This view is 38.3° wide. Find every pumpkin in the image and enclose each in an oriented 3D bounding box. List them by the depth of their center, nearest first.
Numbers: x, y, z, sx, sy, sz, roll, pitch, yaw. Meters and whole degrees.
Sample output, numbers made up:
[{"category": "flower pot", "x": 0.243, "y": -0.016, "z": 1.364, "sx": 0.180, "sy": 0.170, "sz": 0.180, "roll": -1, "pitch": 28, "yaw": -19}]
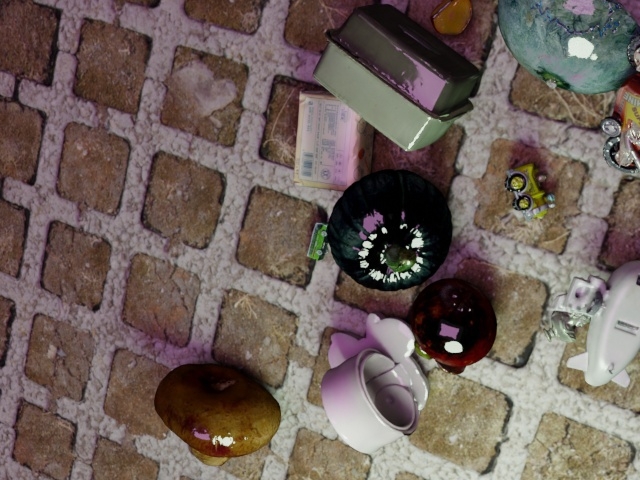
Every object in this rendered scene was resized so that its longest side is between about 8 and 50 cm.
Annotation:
[{"category": "pumpkin", "x": 0.138, "y": -0.004, "z": 1.776, "sx": 0.248, "sy": 0.248, "sz": 0.248, "roll": 4, "pitch": 101, "yaw": 22}]

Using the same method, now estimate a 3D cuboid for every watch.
[{"category": "watch", "x": 0.105, "y": 0.292, "z": 1.866, "sx": 0.211, "sy": 0.217, "sz": 0.248, "roll": -33, "pitch": 87, "yaw": 29}]

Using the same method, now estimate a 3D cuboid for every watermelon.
[{"category": "watermelon", "x": 0.430, "y": -0.358, "z": 1.634, "sx": 0.322, "sy": 0.188, "sz": 0.175, "roll": 27, "pitch": 107, "yaw": 18}]

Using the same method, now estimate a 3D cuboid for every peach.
[{"category": "peach", "x": 0.251, "y": -0.440, "z": 1.769, "sx": 0.077, "sy": 0.050, "sz": 0.083, "roll": 6, "pitch": 113, "yaw": -2}]

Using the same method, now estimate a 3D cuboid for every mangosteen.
[{"category": "mangosteen", "x": 0.255, "y": 0.174, "z": 1.822, "sx": 0.200, "sy": 0.200, "sz": 0.199, "roll": 4, "pitch": 101, "yaw": 22}]

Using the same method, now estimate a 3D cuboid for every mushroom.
[{"category": "mushroom", "x": -0.222, "y": 0.396, "z": 2.013, "sx": 0.267, "sy": 0.267, "sz": 0.254, "roll": -8, "pitch": 96, "yaw": 24}]

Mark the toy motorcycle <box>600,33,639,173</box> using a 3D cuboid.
[{"category": "toy motorcycle", "x": 0.582, "y": -0.217, "z": 1.586, "sx": 0.171, "sy": 0.089, "sz": 0.298, "roll": 21, "pitch": 141, "yaw": 22}]

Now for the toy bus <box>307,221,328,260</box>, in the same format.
[{"category": "toy bus", "x": 0.000, "y": 0.000, "z": 1.965, "sx": 0.037, "sy": 0.031, "sz": 0.083, "roll": 22, "pitch": 107, "yaw": 28}]

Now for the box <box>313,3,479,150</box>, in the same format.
[{"category": "box", "x": 0.148, "y": -0.313, "z": 1.745, "sx": 0.290, "sy": 0.220, "sz": 0.166, "roll": 39, "pitch": 120, "yaw": 12}]

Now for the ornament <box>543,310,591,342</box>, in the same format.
[{"category": "ornament", "x": 0.477, "y": 0.164, "z": 1.784, "sx": 0.068, "sy": 0.041, "sz": 0.092, "roll": 36, "pitch": 94, "yaw": 5}]

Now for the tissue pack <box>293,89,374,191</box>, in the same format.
[{"category": "tissue pack", "x": 0.030, "y": -0.204, "z": 1.882, "sx": 0.148, "sy": 0.092, "sz": 0.196, "roll": 10, "pitch": 104, "yaw": 22}]

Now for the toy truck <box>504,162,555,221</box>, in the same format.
[{"category": "toy truck", "x": 0.402, "y": -0.093, "z": 1.761, "sx": 0.077, "sy": 0.076, "sz": 0.111, "roll": -23, "pitch": 91, "yaw": 5}]

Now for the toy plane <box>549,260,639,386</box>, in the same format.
[{"category": "toy plane", "x": 0.551, "y": 0.155, "z": 1.709, "sx": 0.252, "sy": 0.118, "sz": 0.252, "roll": 0, "pitch": 101, "yaw": 1}]
